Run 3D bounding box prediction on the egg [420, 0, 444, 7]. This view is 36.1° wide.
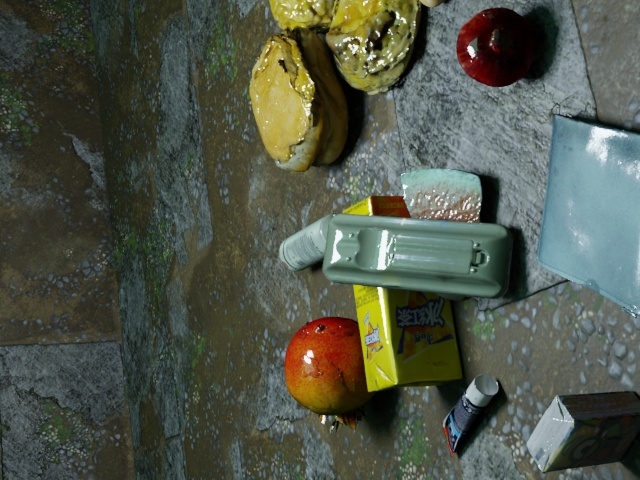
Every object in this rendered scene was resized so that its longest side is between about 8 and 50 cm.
[{"bbox_3d":[0.205,-0.472,1.804,0.071,0.071,0.083,39,129,55],"label":"egg"}]

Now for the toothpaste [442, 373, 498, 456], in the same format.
[{"bbox_3d":[0.259,0.308,1.754,0.194,0.045,0.071,111,154,-45],"label":"toothpaste"}]

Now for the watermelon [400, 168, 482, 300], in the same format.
[{"bbox_3d":[0.236,-0.009,1.755,0.154,0.094,0.241,-1,94,38],"label":"watermelon"}]

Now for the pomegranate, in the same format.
[{"bbox_3d":[0.031,0.271,2.015,0.210,0.210,0.235,-21,86,60],"label":"pomegranate"}]

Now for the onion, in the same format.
[{"bbox_3d":[0.286,-0.317,1.601,0.131,0.131,0.131,2,92,62],"label":"onion"}]

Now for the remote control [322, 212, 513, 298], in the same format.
[{"bbox_3d":[0.163,0.024,1.705,0.335,0.065,0.128,4,85,25],"label":"remote control"}]

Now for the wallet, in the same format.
[{"bbox_3d":[0.418,-0.043,1.434,0.290,0.054,0.252,29,114,60],"label":"wallet"}]

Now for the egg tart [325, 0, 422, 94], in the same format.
[{"bbox_3d":[0.090,-0.430,1.973,0.297,0.132,0.297,-6,83,56],"label":"egg tart"}]

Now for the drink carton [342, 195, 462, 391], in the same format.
[{"bbox_3d":[0.149,0.098,1.830,0.111,0.154,0.352,-29,65,59],"label":"drink carton"}]

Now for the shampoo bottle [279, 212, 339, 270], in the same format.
[{"bbox_3d":[0.000,0.000,2.183,0.262,0.085,0.085,-28,66,58],"label":"shampoo bottle"}]

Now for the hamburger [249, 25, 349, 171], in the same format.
[{"bbox_3d":[-0.043,-0.303,2.151,0.318,0.158,0.319,165,90,-69],"label":"hamburger"}]

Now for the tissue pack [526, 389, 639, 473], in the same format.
[{"bbox_3d":[0.384,0.273,1.404,0.060,0.148,0.109,61,141,43],"label":"tissue pack"}]

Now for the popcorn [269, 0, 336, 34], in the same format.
[{"bbox_3d":[-0.029,-0.534,2.175,0.194,0.140,0.164,26,118,57],"label":"popcorn"}]
